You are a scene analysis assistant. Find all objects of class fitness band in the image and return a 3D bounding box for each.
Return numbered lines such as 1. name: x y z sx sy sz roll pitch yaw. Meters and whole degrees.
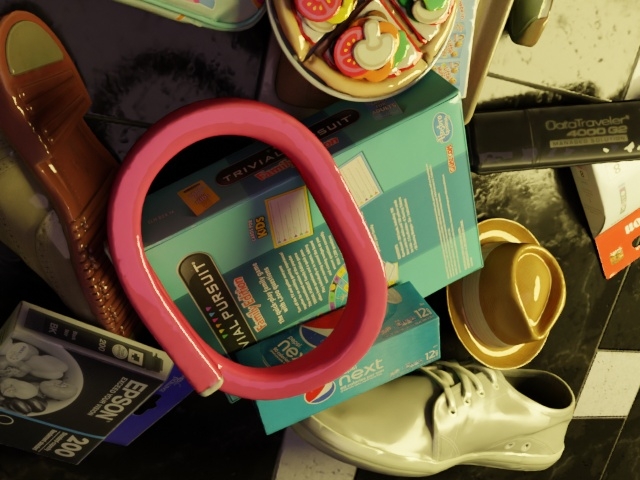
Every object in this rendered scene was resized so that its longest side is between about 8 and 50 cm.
1. fitness band: -0.059 0.018 0.591 0.209 0.054 0.291 -31 115 -6

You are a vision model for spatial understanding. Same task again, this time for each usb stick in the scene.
1. usb stick: 0.302 -0.126 0.810 0.278 0.045 0.077 -6 84 -7

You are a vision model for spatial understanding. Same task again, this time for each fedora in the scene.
1. fedora: 0.246 0.065 0.845 0.194 0.079 0.194 3 82 -26

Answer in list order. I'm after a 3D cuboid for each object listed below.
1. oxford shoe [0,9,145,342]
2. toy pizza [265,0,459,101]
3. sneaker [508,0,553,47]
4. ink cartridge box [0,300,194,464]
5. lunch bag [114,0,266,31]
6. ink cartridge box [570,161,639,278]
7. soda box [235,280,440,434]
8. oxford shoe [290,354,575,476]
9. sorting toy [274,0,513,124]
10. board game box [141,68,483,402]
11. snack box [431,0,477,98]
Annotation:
1. oxford shoe: -0.260 -0.036 0.642 0.130 0.123 0.348 -4 122 14
2. toy pizza: 0.047 -0.223 0.595 0.201 0.032 0.201 -8 109 -25
3. sneaker: 0.214 -0.313 0.729 0.086 0.064 0.192 7 114 -8
4. ink cartridge box: -0.248 0.162 0.696 0.208 0.045 0.206 26 129 -29
5. lunch bag: -0.153 -0.311 0.551 0.279 0.108 0.224 13 106 -26
6. ink cartridge box: 0.451 -0.073 0.922 0.189 0.066 0.232 -33 115 -6
7. soda box: 0.022 0.123 0.727 0.210 0.067 0.071 -22 132 -13
8. oxford shoe: 0.156 0.207 0.860 0.449 0.169 0.130 11 107 -31
9. sorting toy: 0.091 -0.273 0.684 0.229 0.041 0.307 5 119 -19
10. board game box: 0.000 0.000 0.720 0.336 0.079 0.254 -27 134 -7
11. snack box: 0.123 -0.229 0.680 0.064 0.022 0.178 -7 122 -11
